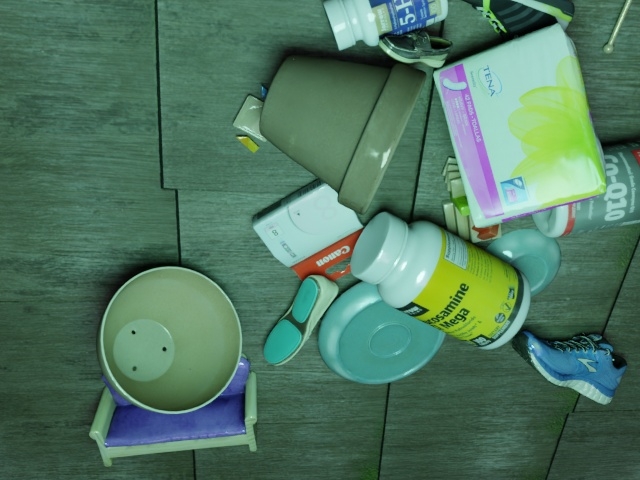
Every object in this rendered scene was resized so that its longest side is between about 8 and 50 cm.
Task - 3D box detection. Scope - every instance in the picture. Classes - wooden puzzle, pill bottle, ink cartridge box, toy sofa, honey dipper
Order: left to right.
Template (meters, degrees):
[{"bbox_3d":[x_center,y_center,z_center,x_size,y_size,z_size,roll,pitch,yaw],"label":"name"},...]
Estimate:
[{"bbox_3d":[-0.325,0.386,1.329,0.363,0.150,0.177,-4,121,-3],"label":"toy sofa"},{"bbox_3d":[-0.118,-0.227,1.084,0.079,0.014,0.116,31,112,-25],"label":"wooden puzzle"},{"bbox_3d":[0.000,0.000,1.200,0.189,0.066,0.232,-29,114,11],"label":"ink cartridge box"},{"bbox_3d":[0.104,-0.388,0.959,0.187,0.112,0.112,-20,119,6],"label":"pill bottle"},{"bbox_3d":[0.237,0.077,1.170,0.334,0.188,0.187,26,113,-16],"label":"pill bottle"},{"bbox_3d":[0.571,-0.106,1.135,0.284,0.161,0.161,-10,120,0],"label":"pill bottle"},{"bbox_3d":[0.547,-0.415,1.036,0.031,0.030,0.160,6,120,-9],"label":"honey dipper"}]

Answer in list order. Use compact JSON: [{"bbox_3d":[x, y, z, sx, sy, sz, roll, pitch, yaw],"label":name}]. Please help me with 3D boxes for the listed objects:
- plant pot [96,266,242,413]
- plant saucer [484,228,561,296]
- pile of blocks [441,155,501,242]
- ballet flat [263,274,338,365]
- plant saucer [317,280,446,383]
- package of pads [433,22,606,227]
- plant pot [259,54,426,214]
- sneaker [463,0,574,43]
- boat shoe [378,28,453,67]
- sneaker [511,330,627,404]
[{"bbox_3d":[-0.332,0.213,1.190,0.284,0.284,0.191,36,145,-22],"label":"plant pot"},{"bbox_3d":[0.449,0.067,1.292,0.195,0.037,0.194,-3,120,-4],"label":"plant saucer"},{"bbox_3d":[0.332,-0.142,1.120,0.149,0.112,0.362,7,118,-10],"label":"pile of blocks"},{"bbox_3d":[-0.038,0.179,1.283,0.086,0.086,0.248,24,116,-18],"label":"ballet flat"},{"bbox_3d":[0.152,0.217,1.320,0.318,0.043,0.317,-6,122,-10],"label":"plant saucer"},{"bbox_3d":[0.344,-0.192,0.996,0.229,0.101,0.296,-16,89,23],"label":"package of pads"},{"bbox_3d":[0.025,-0.204,0.999,0.229,0.263,0.263,22,116,2],"label":"plant pot"},{"bbox_3d":[0.328,-0.384,1.000,0.235,0.084,0.097,9,119,-11],"label":"sneaker"},{"bbox_3d":[0.159,-0.324,0.958,0.152,0.056,0.049,-9,147,-42],"label":"boat shoe"},{"bbox_3d":[0.601,0.272,1.389,0.330,0.130,0.147,23,104,-24],"label":"sneaker"}]
